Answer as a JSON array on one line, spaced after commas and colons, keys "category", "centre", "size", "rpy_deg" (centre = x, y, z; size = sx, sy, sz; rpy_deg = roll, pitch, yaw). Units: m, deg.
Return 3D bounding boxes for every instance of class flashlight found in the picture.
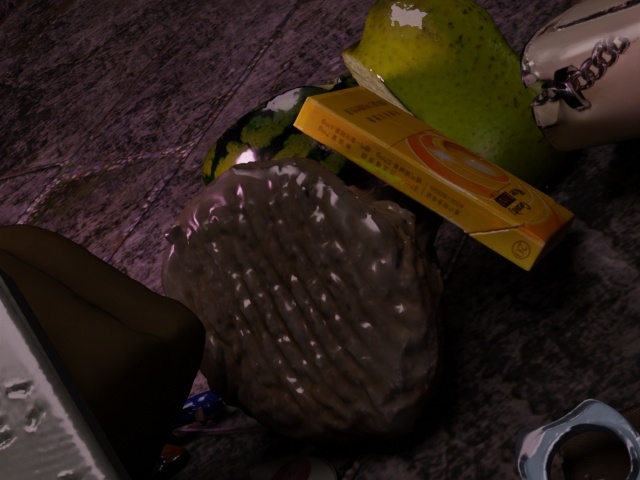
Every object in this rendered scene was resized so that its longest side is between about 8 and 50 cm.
[{"category": "flashlight", "centre": [-0.153, 0.192, 1.331], "size": [0.121, 0.035, 0.057], "rpy_deg": [-20, -3, -8]}]

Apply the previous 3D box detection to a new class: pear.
[{"category": "pear", "centre": [0.150, -0.184, 1.407], "size": [0.159, 0.292, 0.292], "rpy_deg": [-44, 28, 1]}]

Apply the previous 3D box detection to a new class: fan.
[{"category": "fan", "centre": [-0.027, 0.226, 1.190], "size": [0.153, 0.008, 0.226], "rpy_deg": [-5, 40, 44]}]

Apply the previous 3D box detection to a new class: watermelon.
[{"category": "watermelon", "centre": [-0.068, -0.111, 1.577], "size": [0.303, 0.128, 0.159], "rpy_deg": [-40, 27, 34]}]

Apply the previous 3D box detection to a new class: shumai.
[{"category": "shumai", "centre": [0.031, 0.062, 1.249], "size": [0.314, 0.262, 0.267], "rpy_deg": [44, 113, 24]}]

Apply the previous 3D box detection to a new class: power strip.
[{"category": "power strip", "centre": [-0.241, 0.155, 0.812], "size": [0.194, 0.059, 0.265], "rpy_deg": [-36, 65, -2]}]

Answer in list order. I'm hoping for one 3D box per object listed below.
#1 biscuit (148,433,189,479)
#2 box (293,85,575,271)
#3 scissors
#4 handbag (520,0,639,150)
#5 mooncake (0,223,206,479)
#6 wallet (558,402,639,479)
[{"category": "biscuit", "centre": [-0.200, 0.240, 1.340], "size": [0.119, 0.019, 0.130], "rpy_deg": [-33, 27, 1]}, {"category": "box", "centre": [0.117, -0.069, 1.223], "size": [0.043, 0.269, 0.152], "rpy_deg": [-64, -14, 22]}, {"category": "scissors", "centre": [0.254, 0.227, 0.839], "size": [0.360, 0.029, 0.191], "rpy_deg": [14, 70, 49]}, {"category": "handbag", "centre": [0.403, -0.200, 1.205], "size": [0.359, 0.160, 0.237], "rpy_deg": [-14, 8, 33]}, {"category": "mooncake", "centre": [-0.315, 0.200, 1.077], "size": [0.467, 0.262, 0.467], "rpy_deg": [-53, -9, -12]}, {"category": "wallet", "centre": [0.284, 0.154, 0.952], "size": [0.198, 0.031, 0.110], "rpy_deg": [-26, 30, 16]}]
